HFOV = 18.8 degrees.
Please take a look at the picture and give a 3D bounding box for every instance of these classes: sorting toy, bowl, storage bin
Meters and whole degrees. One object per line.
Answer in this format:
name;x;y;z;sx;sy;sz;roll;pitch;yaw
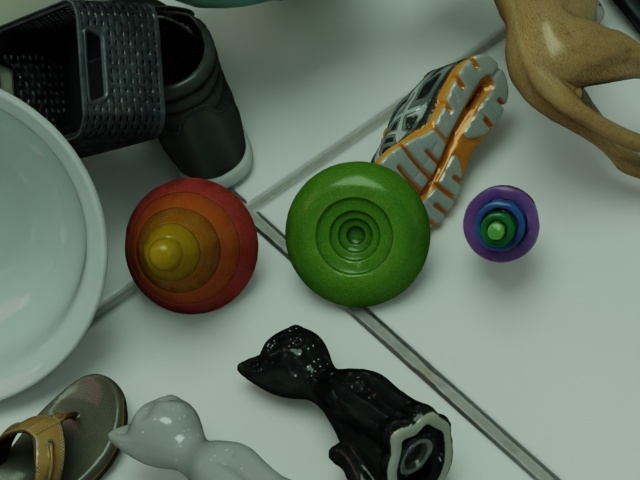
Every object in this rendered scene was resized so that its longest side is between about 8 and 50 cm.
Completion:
sorting toy;0.000;0.000;1.628;0.366;0.126;0.127;-4;93;9
bowl;-0.323;-0.014;1.678;0.298;0.297;0.134;-8;16;5
storage bin;-0.221;-0.142;1.734;0.084;0.122;0.180;-2;-4;-34

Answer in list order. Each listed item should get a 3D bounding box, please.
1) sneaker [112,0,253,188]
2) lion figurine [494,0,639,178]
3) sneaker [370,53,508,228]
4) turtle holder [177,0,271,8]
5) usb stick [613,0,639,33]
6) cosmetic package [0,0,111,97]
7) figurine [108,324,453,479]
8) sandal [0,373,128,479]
sneaker;-0.154;-0.189;1.842;0.105;0.147;0.295;-25;48;-8
lion figurine;0.201;-0.209;1.727;0.240;0.142;0.392;17;31;-32
sneaker;0.086;-0.078;1.751;0.215;0.084;0.083;-51;29;-22
turtle holder;-0.085;-0.335;1.812;0.227;0.243;0.320;-24;9;25
usb stick;0.328;-0.225;1.841;0.077;0.045;0.278;-27;49;-3
cosmetic package;-0.343;-0.184;1.860;0.160;0.113;0.309;-6;37;54
figurine;-0.040;0.158;1.549;0.215;0.092;0.209;-26;40;-26
sandal;-0.249;0.186;1.593;0.219;0.060;0.090;-37;52;-19
